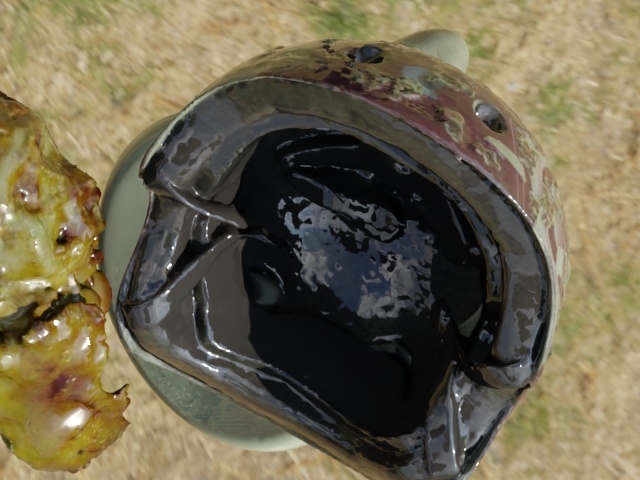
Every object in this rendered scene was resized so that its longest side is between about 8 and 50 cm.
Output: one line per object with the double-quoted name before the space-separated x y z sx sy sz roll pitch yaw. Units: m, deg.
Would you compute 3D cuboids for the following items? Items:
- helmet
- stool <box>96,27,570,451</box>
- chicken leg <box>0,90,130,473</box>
"helmet" 0.020 -0.005 0.675 0.153 0.107 0.177 30 132 6
"stool" 0.000 0.000 1.097 0.199 0.195 0.195 -26 89 -50
"chicken leg" -0.208 0.070 1.074 0.211 0.140 0.361 34 130 17
